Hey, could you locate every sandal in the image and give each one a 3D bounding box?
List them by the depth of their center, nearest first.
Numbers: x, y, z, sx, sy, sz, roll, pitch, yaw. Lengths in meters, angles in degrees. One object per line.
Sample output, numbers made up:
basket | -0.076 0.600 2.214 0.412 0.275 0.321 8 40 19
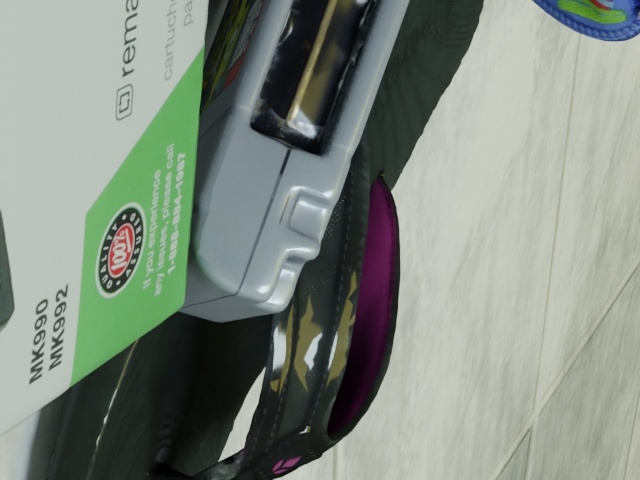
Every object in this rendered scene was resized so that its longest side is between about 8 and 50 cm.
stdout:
sandal | 0.000 -0.002 0.798 0.446 0.107 0.167 -61 155 -20

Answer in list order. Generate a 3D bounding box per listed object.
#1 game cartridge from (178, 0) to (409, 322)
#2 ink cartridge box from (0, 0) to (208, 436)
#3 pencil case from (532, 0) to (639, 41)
game cartridge | -0.002 -0.110 0.654 0.196 0.060 0.294 146 -36 -79
ink cartridge box | -0.157 -0.026 0.414 0.289 0.121 0.211 -38 142 -51
pencil case | 0.022 -0.167 0.487 0.119 0.306 0.133 -1 119 -54
